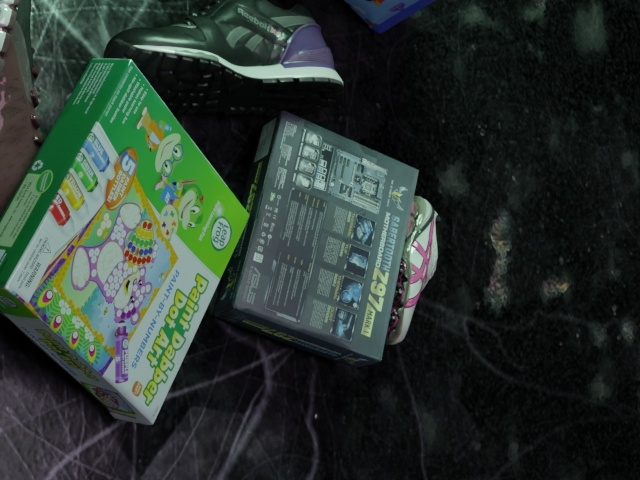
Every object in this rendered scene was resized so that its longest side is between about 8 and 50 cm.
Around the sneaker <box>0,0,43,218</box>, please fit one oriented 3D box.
[{"bbox_3d":[-0.282,-0.104,1.123,0.162,0.106,0.281,27,71,-44],"label":"sneaker"}]

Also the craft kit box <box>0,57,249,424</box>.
[{"bbox_3d":[-0.184,0.005,1.141,0.247,0.061,0.250,57,48,-49],"label":"craft kit box"}]

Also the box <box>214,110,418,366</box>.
[{"bbox_3d":[0.000,0.000,1.329,0.183,0.059,0.233,21,69,-24],"label":"box"}]

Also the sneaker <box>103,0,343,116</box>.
[{"bbox_3d":[-0.110,-0.205,1.286,0.283,0.107,0.124,1,66,-43],"label":"sneaker"}]

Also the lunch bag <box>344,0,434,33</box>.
[{"bbox_3d":[0.106,-0.383,1.353,0.221,0.293,0.138,39,59,-27],"label":"lunch bag"}]

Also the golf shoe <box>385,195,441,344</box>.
[{"bbox_3d":[0.104,0.035,1.418,0.086,0.067,0.186,25,66,-35],"label":"golf shoe"}]
